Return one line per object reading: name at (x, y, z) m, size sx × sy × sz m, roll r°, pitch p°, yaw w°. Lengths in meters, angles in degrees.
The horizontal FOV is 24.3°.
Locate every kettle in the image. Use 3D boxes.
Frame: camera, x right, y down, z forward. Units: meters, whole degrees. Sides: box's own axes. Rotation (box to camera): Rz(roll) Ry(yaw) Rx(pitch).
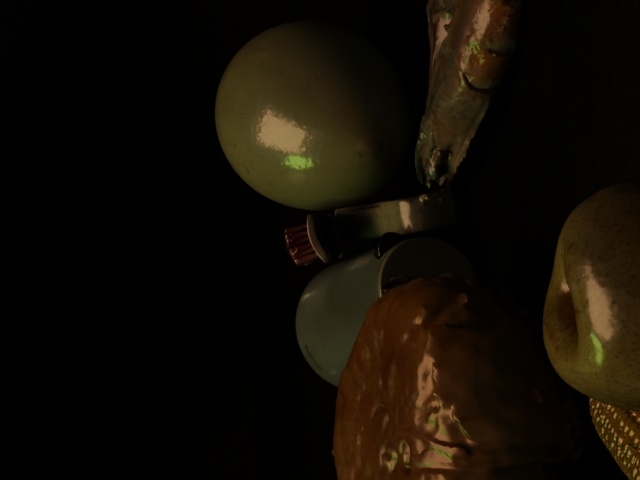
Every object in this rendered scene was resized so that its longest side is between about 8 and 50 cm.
kettle at (0.094, 0.101, 1.657) m, size 0.211 × 0.160 × 0.243 m, roll 61°, pitch 159°, yaw 2°

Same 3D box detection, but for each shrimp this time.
shrimp at (0.132, -0.183, 1.470) m, size 0.317 × 0.062 × 0.164 m, roll 102°, pitch 160°, yaw -46°

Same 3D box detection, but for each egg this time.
egg at (-0.002, -0.139, 1.714) m, size 0.295 × 0.218 × 0.218 m, roll -141°, pitch 44°, yaw -59°

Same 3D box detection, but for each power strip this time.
power strip at (0.090, -0.030, 1.703) m, size 0.286 × 0.080 × 0.048 m, roll 171°, pitch 85°, yaw -75°

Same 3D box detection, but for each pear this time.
pear at (0.230, 0.040, 1.033) m, size 0.167 × 0.136 × 0.167 m, roll 173°, pitch 90°, yaw -80°

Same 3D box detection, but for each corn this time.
corn at (0.265, 0.167, 1.084) m, size 0.238 × 0.080 × 0.080 m, roll -115°, pitch 21°, yaw -57°

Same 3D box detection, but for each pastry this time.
pastry at (0.136, 0.187, 1.389) m, size 0.284 × 0.184 × 0.316 m, roll 163°, pitch 107°, yaw -65°

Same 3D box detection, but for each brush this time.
brush at (0.000, 0.000, 1.803) m, size 0.321 × 0.050 × 0.060 m, roll -10°, pitch -101°, yaw -83°
